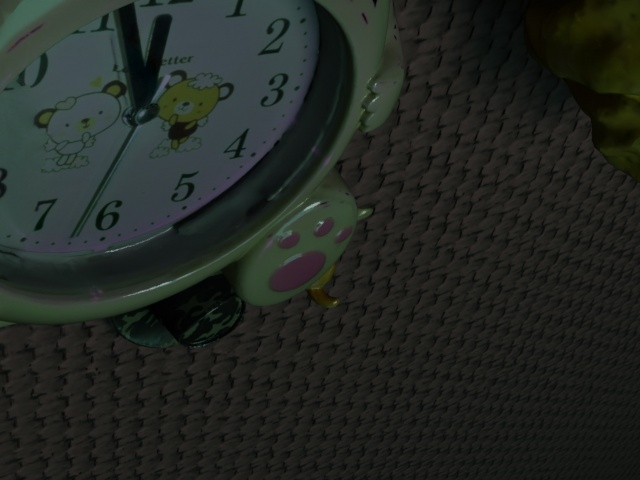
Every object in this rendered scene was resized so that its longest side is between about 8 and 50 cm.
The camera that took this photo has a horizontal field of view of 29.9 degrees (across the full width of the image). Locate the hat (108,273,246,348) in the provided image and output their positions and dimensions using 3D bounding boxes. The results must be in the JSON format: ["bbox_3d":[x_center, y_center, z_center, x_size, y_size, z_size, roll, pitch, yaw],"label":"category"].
[{"bbox_3d":[-0.079,0.037,0.792,0.121,0.050,0.121,-26,148,-17],"label":"hat"}]

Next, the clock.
[{"bbox_3d":[-0.088,-0.075,0.547,0.284,0.114,0.309,-12,144,-31],"label":"clock"}]

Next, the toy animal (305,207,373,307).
[{"bbox_3d":[0.000,0.000,0.796,0.060,0.081,0.083,-12,165,-29],"label":"toy animal"}]

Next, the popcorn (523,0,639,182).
[{"bbox_3d":[0.271,-0.142,0.665,0.297,0.281,0.316,-27,143,26],"label":"popcorn"}]
